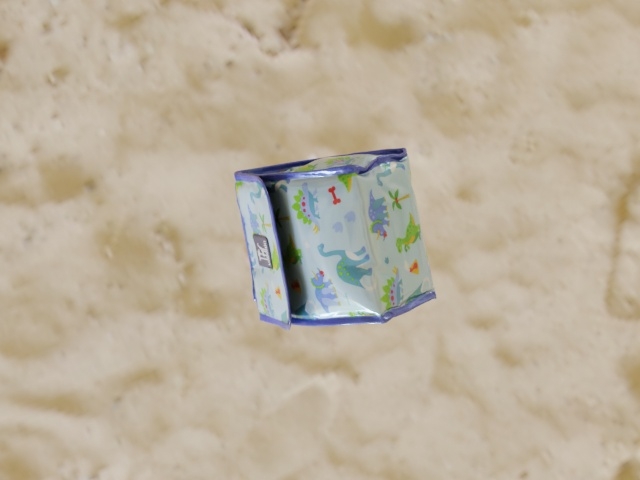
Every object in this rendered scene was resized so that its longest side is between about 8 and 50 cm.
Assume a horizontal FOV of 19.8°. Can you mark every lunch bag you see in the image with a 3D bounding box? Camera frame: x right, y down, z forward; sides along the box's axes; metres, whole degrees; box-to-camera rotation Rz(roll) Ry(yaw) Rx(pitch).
[{"bbox_3d":[0.000,0.000,1.452,0.096,0.151,0.129,-19,102,-49],"label":"lunch bag"}]
